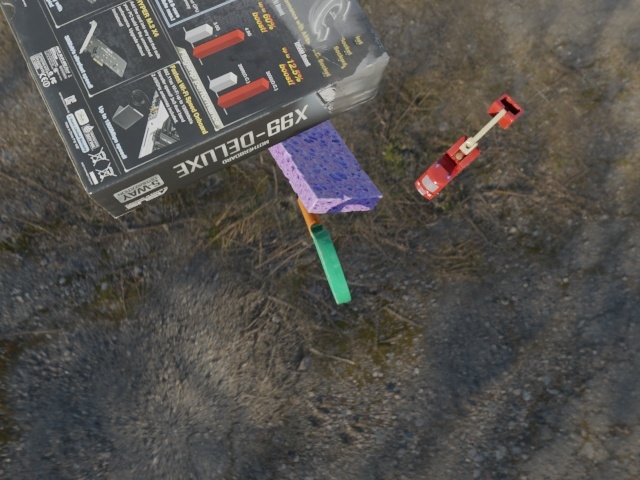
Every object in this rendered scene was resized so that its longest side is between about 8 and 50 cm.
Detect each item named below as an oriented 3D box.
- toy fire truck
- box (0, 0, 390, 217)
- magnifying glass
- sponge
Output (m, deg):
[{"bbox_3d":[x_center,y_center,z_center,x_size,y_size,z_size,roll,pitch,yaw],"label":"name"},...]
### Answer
[{"bbox_3d":[0.258,-0.162,1.025,0.192,0.135,0.047,-42,85,-19],"label":"toy fire truck"},{"bbox_3d":[-0.124,-0.209,0.465,0.242,0.076,0.308,-27,83,-9],"label":"box"},{"bbox_3d":[0.000,0.000,0.785,0.026,0.092,0.231,-19,33,0],"label":"magnifying glass"},{"bbox_3d":[-0.011,-0.123,0.821,0.117,0.031,0.210,-6,51,-37],"label":"sponge"}]
